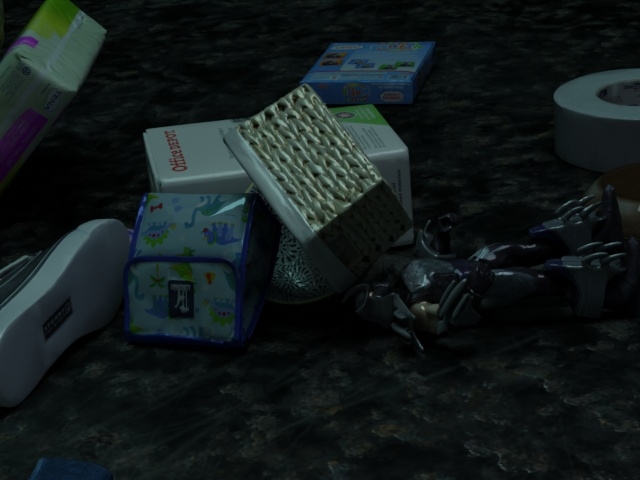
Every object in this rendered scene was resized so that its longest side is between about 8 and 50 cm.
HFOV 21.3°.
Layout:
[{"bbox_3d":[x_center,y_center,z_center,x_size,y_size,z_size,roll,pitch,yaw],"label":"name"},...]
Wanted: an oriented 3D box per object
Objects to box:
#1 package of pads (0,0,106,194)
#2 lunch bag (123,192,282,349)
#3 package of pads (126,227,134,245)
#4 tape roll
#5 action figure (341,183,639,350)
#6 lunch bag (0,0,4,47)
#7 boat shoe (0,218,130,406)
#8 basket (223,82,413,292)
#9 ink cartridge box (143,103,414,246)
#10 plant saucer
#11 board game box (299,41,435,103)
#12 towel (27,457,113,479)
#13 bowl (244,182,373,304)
[{"bbox_3d":[-0.377,-0.161,2.087,0.101,0.229,0.296,36,19,-12],"label":"package of pads"},{"bbox_3d":[-0.120,0.032,1.662,0.128,0.096,0.151,1,67,21],"label":"lunch bag"},{"bbox_3d":[-0.220,0.008,1.860,0.083,0.032,0.050,14,27,40],"label":"package of pads"},{"bbox_3d":[0.395,-0.149,2.080,0.219,0.072,0.219,-4,20,2],"label":"tape roll"},{"bbox_3d":[0.159,0.031,1.636,0.285,0.099,0.185,-11,30,-5],"label":"action figure"},{"bbox_3d":[-0.512,-0.221,1.998,0.212,0.256,0.305,32,44,-7],"label":"lunch bag"},{"bbox_3d":[-0.282,0.063,1.645,0.102,0.108,0.301,5,30,20],"label":"boat shoe"},{"bbox_3d":[0.001,-0.054,1.640,0.103,0.113,0.167,-37,56,1],"label":"basket"},{"bbox_3d":[-0.051,-0.061,1.888,0.273,0.115,0.198,-7,21,-8],"label":"ink cartridge box"},{"bbox_3d":[0.380,-0.050,1.879,0.198,0.036,0.198,-5,21,2],"label":"plant saucer"},{"bbox_3d":[0.071,-0.242,2.435,0.160,0.039,0.211,1,22,13],"label":"board game box"},{"bbox_3d":[-0.213,0.211,1.338,0.067,0.029,0.119,3,22,17],"label":"towel"},{"bbox_3d":[0.000,0.000,1.729,0.170,0.170,0.080,8,-19,29],"label":"bowl"}]
